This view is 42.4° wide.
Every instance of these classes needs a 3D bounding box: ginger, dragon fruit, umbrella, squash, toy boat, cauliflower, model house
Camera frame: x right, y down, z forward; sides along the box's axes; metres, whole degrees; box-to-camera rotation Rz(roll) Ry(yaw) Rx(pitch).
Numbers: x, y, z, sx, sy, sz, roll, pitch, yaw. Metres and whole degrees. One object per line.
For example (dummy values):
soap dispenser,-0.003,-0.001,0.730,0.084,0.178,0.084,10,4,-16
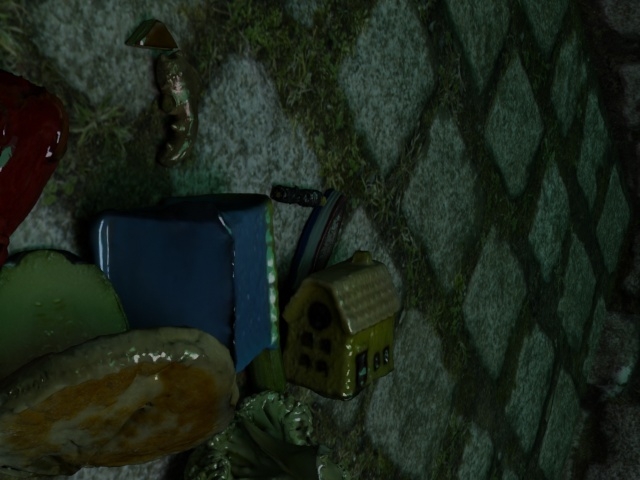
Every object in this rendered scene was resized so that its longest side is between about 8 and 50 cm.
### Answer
ginger,-0.213,-0.198,1.241,0.069,0.051,0.174,-11,100,-50
dragon fruit,-0.367,-0.032,0.890,0.286,0.227,0.330,11,83,-56
umbrella,-0.035,-0.080,1.516,0.144,0.040,0.037,4,82,-56
squash,-0.101,0.177,1.428,0.066,0.066,0.229,-27,113,-51
toy boat,0.000,0.000,1.572,0.080,0.045,0.229,42,62,-43
cauliflower,-0.068,0.397,1.311,0.260,0.280,0.327,42,54,-53
squash,-0.352,0.108,1.064,0.191,0.085,0.184,1,64,-39
model house,-0.158,0.048,1.214,0.303,0.215,0.237,-19,109,-65
model house,0.031,0.141,1.502,0.193,0.174,0.235,-17,111,-53

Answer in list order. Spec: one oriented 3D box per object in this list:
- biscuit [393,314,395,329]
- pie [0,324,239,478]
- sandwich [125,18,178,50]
biscuit,0.138,0.179,1.804,0.083,0.018,0.082,5,90,-54
pie,-0.262,0.208,1.021,0.339,0.339,0.077,36,29,-50
sandwich,-0.244,-0.300,1.202,0.083,0.030,0.044,-14,109,-56
